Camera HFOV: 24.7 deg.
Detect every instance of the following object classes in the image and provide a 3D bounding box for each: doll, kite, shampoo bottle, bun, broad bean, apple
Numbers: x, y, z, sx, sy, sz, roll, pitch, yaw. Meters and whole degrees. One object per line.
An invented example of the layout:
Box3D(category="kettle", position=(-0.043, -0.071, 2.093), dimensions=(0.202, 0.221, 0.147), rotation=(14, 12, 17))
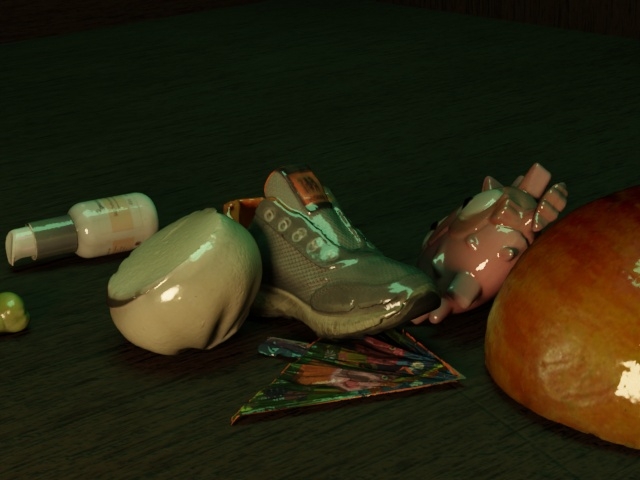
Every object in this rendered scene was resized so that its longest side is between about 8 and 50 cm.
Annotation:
Box3D(category="doll", position=(0.179, 0.006, 1.618), dimensions=(0.262, 0.093, 0.211), rotation=(-33, 21, 55))
Box3D(category="kite", position=(0.037, 0.131, 1.500), dimensions=(0.234, 0.016, 0.321), rotation=(8, 21, 23))
Box3D(category="shampoo bottle", position=(-0.304, -0.013, 1.856), dimensions=(0.192, 0.074, 0.074), rotation=(-11, 20, -25))
Box3D(category="bun", position=(-0.136, 0.057, 1.557), dimensions=(0.173, 0.120, 0.173), rotation=(-31, 19, 12))
Box3D(category="broad bean", position=(-0.365, 0.084, 1.625), dimensions=(0.083, 0.045, 0.063), rotation=(-9, 30, 0))
Box3D(category="apple", position=(0.287, 0.078, 1.420), dimensions=(0.254, 0.179, 0.346), rotation=(-47, 35, -13))

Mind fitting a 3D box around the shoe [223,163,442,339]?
Box3D(category="shoe", position=(0.000, 0.000, 1.588), dimensions=(0.132, 0.171, 0.336), rotation=(-19, 16, -35))
